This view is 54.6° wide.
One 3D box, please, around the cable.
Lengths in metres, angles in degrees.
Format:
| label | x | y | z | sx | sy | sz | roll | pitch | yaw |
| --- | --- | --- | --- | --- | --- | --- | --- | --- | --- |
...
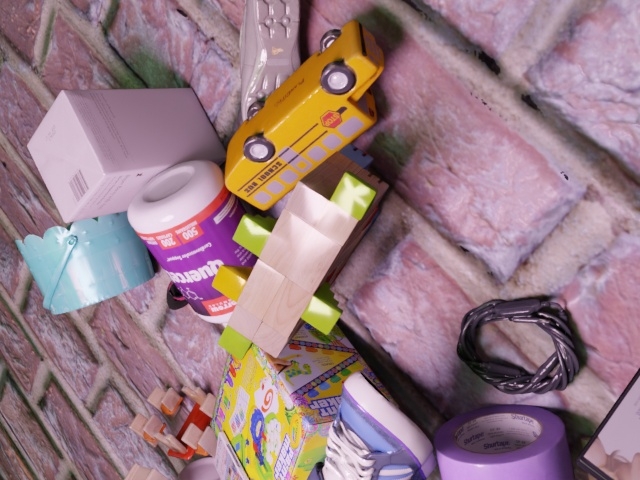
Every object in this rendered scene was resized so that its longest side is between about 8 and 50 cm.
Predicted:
| label | x | y | z | sx | sy | sz | roll | pitch | yaw |
| --- | --- | --- | --- | --- | --- | --- | --- | --- | --- |
| cable | 0.295 | 0.163 | 0.943 | 0.185 | 0.047 | 0.150 | -16 | 98 | 37 |

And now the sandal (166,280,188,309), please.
| label | x | y | z | sx | sy | sz | roll | pitch | yaw |
| --- | --- | --- | --- | --- | --- | --- | --- | --- | --- |
| sandal | -0.307 | 0.101 | 1.392 | 0.179 | 0.040 | 0.067 | -40 | 78 | 38 |

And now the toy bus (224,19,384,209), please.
| label | x | y | z | sx | sy | sz | roll | pitch | yaw |
| --- | --- | --- | --- | --- | --- | --- | --- | --- | --- |
| toy bus | -0.025 | -0.192 | 1.003 | 0.333 | 0.130 | 0.108 | -36 | 37 | 31 |

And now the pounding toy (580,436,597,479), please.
| label | x | y | z | sx | sy | sz | roll | pitch | yaw |
| --- | --- | --- | --- | --- | --- | --- | --- | --- | --- |
| pounding toy | 0.463 | 0.376 | 0.824 | 0.237 | 0.110 | 0.182 | -4 | 100 | 38 |

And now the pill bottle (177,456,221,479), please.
| label | x | y | z | sx | sy | sz | roll | pitch | yaw |
| --- | --- | --- | --- | --- | --- | --- | --- | --- | --- |
| pill bottle | -0.254 | 0.639 | 1.447 | 0.131 | 0.131 | 0.229 | 5 | 106 | 37 |

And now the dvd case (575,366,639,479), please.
| label | x | y | z | sx | sy | sz | roll | pitch | yaw |
| --- | --- | --- | --- | --- | --- | --- | --- | --- | --- |
| dvd case | 0.474 | 0.287 | 0.760 | 0.253 | 0.180 | 0.022 | 36 | 157 | 25 |

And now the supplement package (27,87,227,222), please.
| label | x | y | z | sx | sy | sz | roll | pitch | yaw |
| --- | --- | --- | --- | --- | --- | --- | --- | --- | --- |
| supplement package | -0.361 | -0.171 | 1.192 | 0.178 | 0.293 | 0.175 | -36 | 80 | 38 |

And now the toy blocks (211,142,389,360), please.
| label | x | y | z | sx | sy | sz | roll | pitch | yaw |
| --- | --- | --- | --- | --- | --- | --- | --- | --- | --- |
| toy blocks | 0.000 | 0.000 | 0.993 | 0.191 | 0.261 | 0.381 | 34 | 123 | 7 |

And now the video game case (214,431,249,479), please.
| label | x | y | z | sx | sy | sz | roll | pitch | yaw |
| --- | --- | --- | --- | --- | --- | --- | --- | --- | --- |
| video game case | -0.162 | 0.419 | 1.121 | 0.122 | 0.011 | 0.087 | 44 | 131 | 49 |

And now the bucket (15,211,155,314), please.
| label | x | y | z | sx | sy | sz | roll | pitch | yaw |
| --- | --- | --- | --- | --- | --- | --- | --- | --- | --- |
| bucket | -0.522 | 0.039 | 1.404 | 0.281 | 0.281 | 0.183 | -13 | 99 | 40 |

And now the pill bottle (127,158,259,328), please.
| label | x | y | z | sx | sy | sz | roll | pitch | yaw |
| --- | --- | --- | --- | --- | --- | --- | --- | --- | --- |
| pill bottle | -0.195 | 0.024 | 1.137 | 0.182 | 0.181 | 0.322 | 1 | 132 | 38 |

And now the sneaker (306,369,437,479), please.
| label | x | y | z | sx | sy | sz | roll | pitch | yaw |
| --- | --- | --- | --- | --- | --- | --- | --- | --- | --- |
| sneaker | 0.039 | 0.342 | 0.888 | 0.130 | 0.236 | 0.322 | 42 | 168 | 38 |

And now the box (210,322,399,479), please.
| label | x | y | z | sx | sy | sz | roll | pitch | yaw |
| --- | --- | --- | --- | --- | --- | --- | --- | --- | --- |
| box | -0.047 | 0.316 | 1.106 | 0.279 | 0.177 | 0.289 | 50 | 131 | 45 |

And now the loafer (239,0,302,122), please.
| label | x | y | z | sx | sy | sz | roll | pitch | yaw |
| --- | --- | --- | --- | --- | --- | --- | --- | --- | --- |
| loafer | -0.085 | -0.311 | 1.073 | 0.111 | 0.112 | 0.319 | -112 | 26 | -57 |

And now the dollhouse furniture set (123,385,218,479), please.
| label | x | y | z | sx | sy | sz | roll | pitch | yaw |
| --- | --- | --- | --- | --- | --- | --- | --- | --- | --- |
| dollhouse furniture set | -0.307 | 0.462 | 1.380 | 0.262 | 0.259 | 0.135 | -6 | 132 | 40 |

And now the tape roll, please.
| label | x | y | z | sx | sy | sz | roll | pitch | yaw |
| --- | --- | --- | --- | --- | --- | --- | --- | --- | --- |
| tape roll | 0.267 | 0.316 | 0.909 | 0.189 | 0.189 | 0.080 | -8 | 99 | 39 |
